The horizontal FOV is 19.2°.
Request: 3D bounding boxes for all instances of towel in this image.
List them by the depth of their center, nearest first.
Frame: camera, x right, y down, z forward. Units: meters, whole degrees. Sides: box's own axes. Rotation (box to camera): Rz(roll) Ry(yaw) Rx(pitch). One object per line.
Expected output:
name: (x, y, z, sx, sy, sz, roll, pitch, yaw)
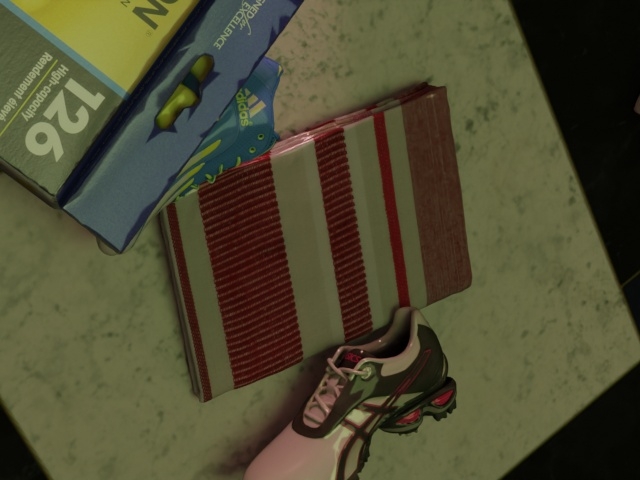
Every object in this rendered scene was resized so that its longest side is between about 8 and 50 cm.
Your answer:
towel: (0.000, 0.000, 1.873, 0.329, 0.037, 0.237, -22, 119, -24)

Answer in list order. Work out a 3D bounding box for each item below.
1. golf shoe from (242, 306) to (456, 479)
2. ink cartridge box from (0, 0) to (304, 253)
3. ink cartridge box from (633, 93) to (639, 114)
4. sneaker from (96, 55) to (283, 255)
golf shoe: (0.015, 0.171, 1.897, 0.273, 0.105, 0.120, -35, 126, -30)
ink cartridge box: (-0.197, -0.194, 1.603, 0.307, 0.072, 0.303, 37, 82, -16)
ink cartridge box: (0.469, -0.129, 2.070, 0.203, 0.148, 0.086, 22, 94, -37)
sneaker: (-0.109, -0.080, 1.714, 0.126, 0.091, 0.240, 25, 90, -9)
